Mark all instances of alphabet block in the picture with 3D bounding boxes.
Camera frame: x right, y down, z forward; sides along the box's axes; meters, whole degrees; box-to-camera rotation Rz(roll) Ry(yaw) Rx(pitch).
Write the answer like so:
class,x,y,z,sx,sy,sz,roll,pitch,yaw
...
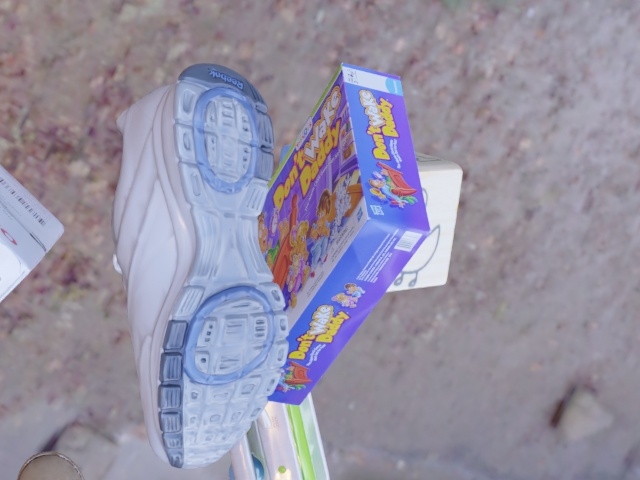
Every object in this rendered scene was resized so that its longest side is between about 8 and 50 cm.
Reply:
class,x,y,z,sx,sy,sz,roll,pitch,yaw
alphabet block,0.064,-0.037,2.093,0.197,0.193,0.192,-7,111,-42

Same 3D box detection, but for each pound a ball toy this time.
class,x,y,z,sx,sy,sz,roll,pitch,yaw
pound a ball toy,-0.109,0.243,2.088,0.208,0.136,0.319,-17,94,-71

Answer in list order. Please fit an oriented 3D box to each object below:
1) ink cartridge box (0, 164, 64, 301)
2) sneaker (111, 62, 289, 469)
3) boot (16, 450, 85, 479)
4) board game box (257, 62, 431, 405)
class,x,y,z,sx,sy,sz,roll,pitch,yaw
ink cartridge box,-0.488,-0.035,1.764,0.166,0.285,0.395,-45,-172,2
sneaker,-0.101,0.022,1.078,0.111,0.129,0.297,8,80,-39
boot,-0.274,0.322,1.501,0.089,0.236,0.269,-9,166,-12
board game box,0.000,0.000,1.670,0.078,0.233,0.347,11,137,-22
